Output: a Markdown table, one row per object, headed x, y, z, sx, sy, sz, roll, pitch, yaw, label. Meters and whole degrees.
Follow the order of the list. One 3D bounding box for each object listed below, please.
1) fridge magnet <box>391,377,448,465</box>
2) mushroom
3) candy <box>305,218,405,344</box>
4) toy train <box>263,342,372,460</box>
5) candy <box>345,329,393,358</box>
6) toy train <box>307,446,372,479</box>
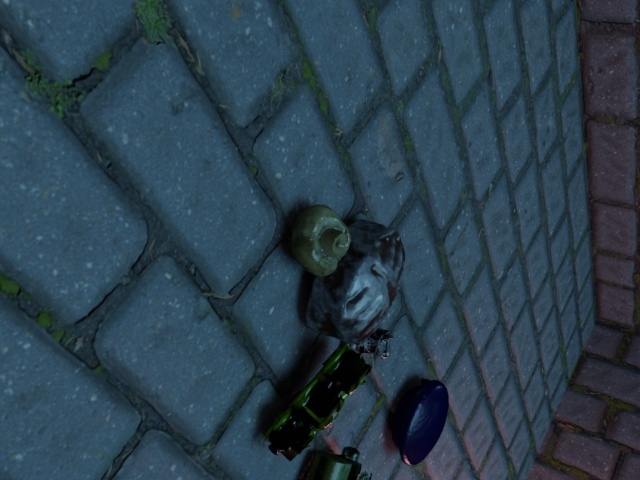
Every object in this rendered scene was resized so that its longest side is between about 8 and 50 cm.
| x | y | z | sx | sy | sz | roll | pitch | yaw | label |
| --- | --- | --- | --- | --- | --- | --- | --- | --- | --- |
| 0.303 | 0.545 | 2.054 | 0.265 | 0.113 | 0.265 | -25 | 123 | -47 | fridge magnet |
| 0.000 | 0.000 | 1.397 | 0.148 | 0.112 | 0.148 | -18 | 116 | -42 | mushroom |
| 0.089 | 0.092 | 1.523 | 0.289 | 0.157 | 0.214 | -57 | 146 | -22 | candy |
| -0.002 | 0.353 | 1.507 | 0.296 | 0.100 | 0.160 | -46 | 175 | -10 | toy train |
| 0.125 | 0.269 | 1.743 | 0.226 | 0.051 | 0.094 | 17 | 93 | -56 | candy |
| 0.020 | 0.657 | 1.672 | 0.189 | 0.126 | 0.307 | 36 | 72 | -63 | toy train |
